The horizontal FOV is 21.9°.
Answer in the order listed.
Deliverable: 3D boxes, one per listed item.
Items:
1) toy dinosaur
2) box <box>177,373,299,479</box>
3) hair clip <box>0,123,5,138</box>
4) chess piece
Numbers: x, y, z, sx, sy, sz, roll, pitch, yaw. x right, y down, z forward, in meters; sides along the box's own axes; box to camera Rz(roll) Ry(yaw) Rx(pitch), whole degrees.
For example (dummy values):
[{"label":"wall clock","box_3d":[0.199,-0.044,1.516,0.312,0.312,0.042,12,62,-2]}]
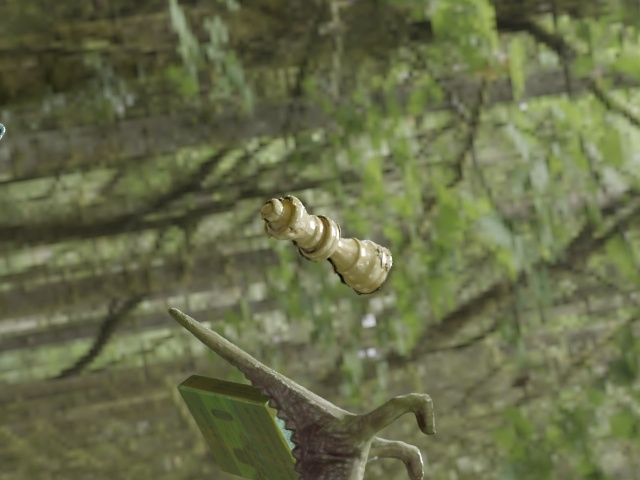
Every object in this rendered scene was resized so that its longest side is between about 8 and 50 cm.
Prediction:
[{"label":"toy dinosaur","box_3d":[-0.007,0.166,1.393,0.072,0.200,0.251,-146,-134,-77]},{"label":"box","box_3d":[-0.076,0.211,1.813,0.193,0.030,0.121,3,-56,57]},{"label":"hair clip","box_3d":[-0.436,-0.076,2.030,0.070,0.039,0.229,-39,-157,28]},{"label":"chess piece","box_3d":[0.000,0.000,1.736,0.060,0.172,0.060,-25,-129,35]}]
